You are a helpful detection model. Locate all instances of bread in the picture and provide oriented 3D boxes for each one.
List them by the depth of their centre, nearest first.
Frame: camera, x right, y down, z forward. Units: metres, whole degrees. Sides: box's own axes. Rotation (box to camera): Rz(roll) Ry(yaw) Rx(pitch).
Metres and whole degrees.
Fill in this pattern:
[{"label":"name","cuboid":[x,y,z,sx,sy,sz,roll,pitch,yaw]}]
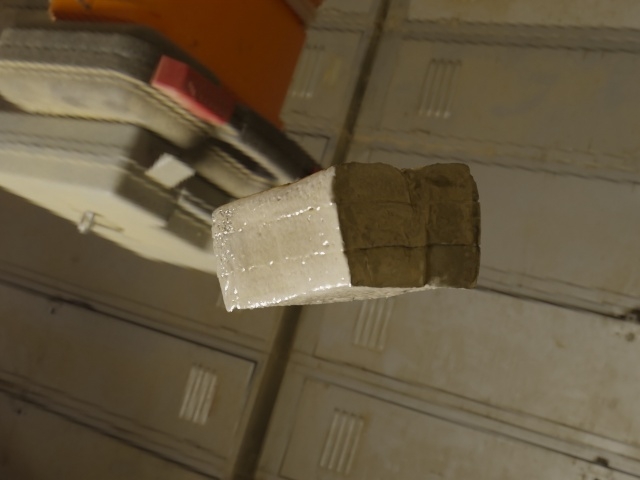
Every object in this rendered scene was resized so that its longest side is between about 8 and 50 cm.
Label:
[{"label":"bread","cuboid":[0.012,0.000,0.591,0.105,0.077,0.152,-2,174,-36]}]
